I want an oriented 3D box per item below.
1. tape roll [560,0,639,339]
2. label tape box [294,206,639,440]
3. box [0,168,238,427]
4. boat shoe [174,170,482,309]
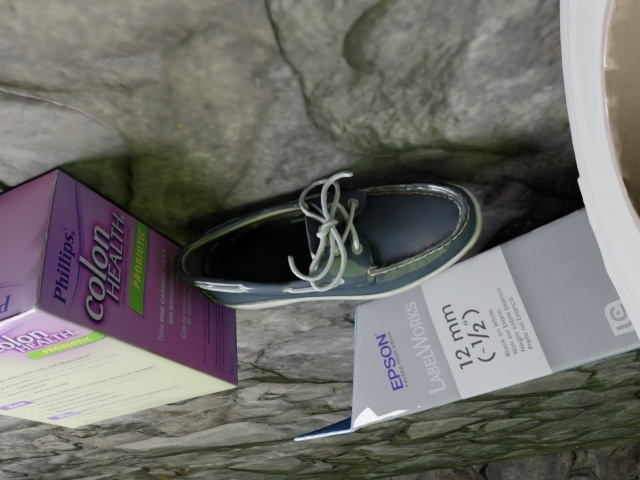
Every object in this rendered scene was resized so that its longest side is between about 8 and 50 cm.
[{"bbox_3d":[0.187,-0.056,0.231,0.100,0.286,0.286,-13,150,9],"label":"tape roll"},{"bbox_3d":[0.161,0.084,0.577,0.348,0.115,0.249,-26,163,32],"label":"label tape box"},{"bbox_3d":[-0.230,0.075,0.534,0.214,0.117,0.243,-18,149,20],"label":"box"},{"bbox_3d":[0.000,0.000,0.483,0.255,0.095,0.079,-9,163,22],"label":"boat shoe"}]
